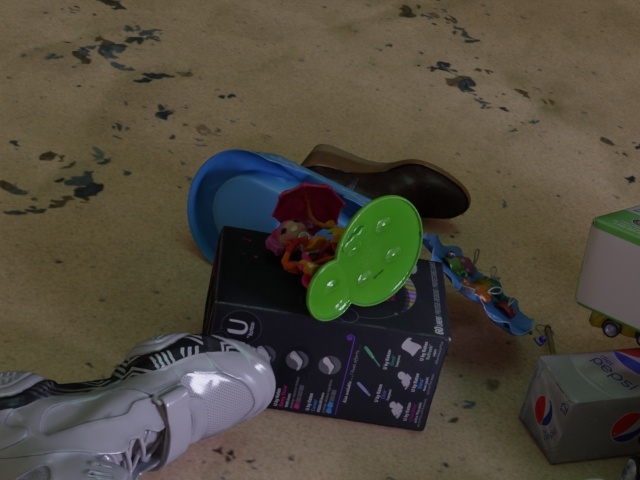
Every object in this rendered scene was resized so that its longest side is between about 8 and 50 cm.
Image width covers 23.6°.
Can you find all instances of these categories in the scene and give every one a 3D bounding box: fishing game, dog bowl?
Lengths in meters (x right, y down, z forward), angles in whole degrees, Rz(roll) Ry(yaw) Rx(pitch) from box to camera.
[{"bbox_3d":[0.200,0.048,1.914,0.264,0.041,0.189,40,13,-2],"label":"fishing game"},{"bbox_3d":[-0.026,-0.011,1.942,0.297,0.166,0.074,27,22,21],"label":"dog bowl"}]

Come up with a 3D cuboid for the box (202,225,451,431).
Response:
[{"bbox_3d":[0.002,0.101,1.782,0.270,0.143,0.165,9,32,-6],"label":"box"}]

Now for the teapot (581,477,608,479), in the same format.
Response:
[{"bbox_3d":[0.390,0.316,1.497,0.256,0.187,0.252,-10,16,-27],"label":"teapot"}]

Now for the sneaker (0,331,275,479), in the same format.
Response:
[{"bbox_3d":[-0.193,0.218,1.543,0.365,0.137,0.210,-8,38,-23],"label":"sneaker"}]

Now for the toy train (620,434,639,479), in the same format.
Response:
[{"bbox_3d":[0.500,0.248,1.679,0.334,0.190,0.142,10,19,-6],"label":"toy train"}]

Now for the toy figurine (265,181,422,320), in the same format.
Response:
[{"bbox_3d":[0.000,0.000,1.730,0.173,0.130,0.159,-41,42,-22],"label":"toy figurine"}]

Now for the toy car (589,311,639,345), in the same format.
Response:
[{"bbox_3d":[0.459,0.119,1.815,0.239,0.053,0.225,3,22,-11],"label":"toy car"}]

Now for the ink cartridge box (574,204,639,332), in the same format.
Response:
[{"bbox_3d":[0.462,0.033,1.800,0.198,0.115,0.273,25,27,37],"label":"ink cartridge box"}]

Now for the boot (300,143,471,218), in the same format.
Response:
[{"bbox_3d":[0.074,-0.028,2.096,0.248,0.090,0.207,16,44,1],"label":"boot"}]

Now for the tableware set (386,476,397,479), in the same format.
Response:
[{"bbox_3d":[0.123,0.299,1.632,0.154,0.024,0.104,22,33,13],"label":"tableware set"}]

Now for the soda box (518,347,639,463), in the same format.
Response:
[{"bbox_3d":[0.388,0.190,1.833,0.286,0.098,0.091,-3,35,-23],"label":"soda box"}]
